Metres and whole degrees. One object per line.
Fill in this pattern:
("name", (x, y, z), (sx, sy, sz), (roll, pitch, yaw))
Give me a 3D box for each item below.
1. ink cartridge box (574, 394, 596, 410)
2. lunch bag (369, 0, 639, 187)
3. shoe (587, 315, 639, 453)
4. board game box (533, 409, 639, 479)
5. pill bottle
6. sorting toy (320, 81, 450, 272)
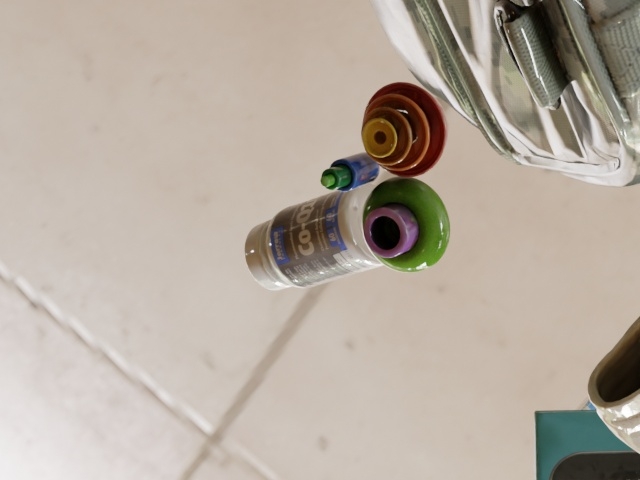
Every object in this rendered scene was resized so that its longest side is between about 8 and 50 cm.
("ink cartridge box", (0.216, 0.141, 1.346), (0.088, 0.052, 0.122), (37, 143, 5))
("lunch bag", (0.167, -0.155, 0.685), (0.305, 0.256, 0.212), (-27, 117, -5))
("shoe", (0.181, -0.002, 0.671), (0.058, 0.076, 0.219), (34, 107, -28))
("board game box", (0.249, 0.254, 1.084), (0.254, 0.336, 0.079), (-2, 144, 6))
("pill bottle", (0.000, 0.000, 1.764), (0.137, 0.078, 0.078), (-18, 108, 42))
("sorting toy", (0.032, -0.030, 0.982), (0.061, 0.042, 0.102), (11, 108, 30))
